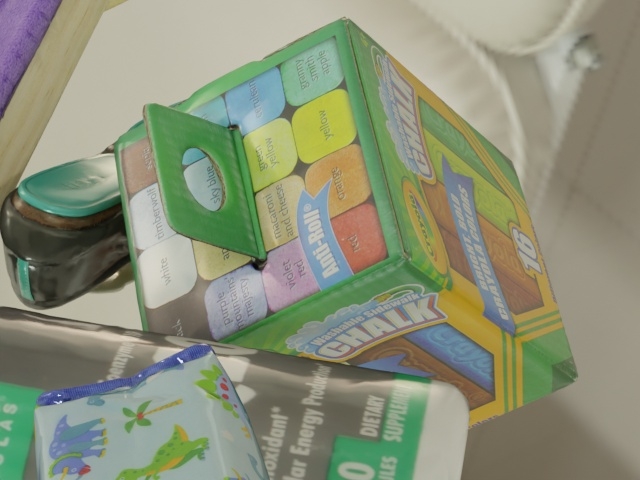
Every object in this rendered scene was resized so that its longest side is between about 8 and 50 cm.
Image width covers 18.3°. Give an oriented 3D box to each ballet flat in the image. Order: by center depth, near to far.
[{"bbox_3d":[-0.116,-0.027,1.331,0.095,0.280,0.096,27,122,28],"label":"ballet flat"}]

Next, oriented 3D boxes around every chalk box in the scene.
[{"bbox_3d":[0.000,0.000,1.207,0.179,0.289,0.180,-26,57,21],"label":"chalk box"}]

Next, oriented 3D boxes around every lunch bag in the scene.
[{"bbox_3d":[-0.052,0.140,0.761,0.129,0.096,0.151,-104,-5,-55],"label":"lunch bag"}]

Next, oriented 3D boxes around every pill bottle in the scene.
[{"bbox_3d":[-0.115,0.144,1.015,0.361,0.204,0.204,9,121,4],"label":"pill bottle"}]

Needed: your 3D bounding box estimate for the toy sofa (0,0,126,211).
[{"bbox_3d":[-0.269,-0.090,1.338,0.150,0.362,0.177,-17,131,44],"label":"toy sofa"}]
